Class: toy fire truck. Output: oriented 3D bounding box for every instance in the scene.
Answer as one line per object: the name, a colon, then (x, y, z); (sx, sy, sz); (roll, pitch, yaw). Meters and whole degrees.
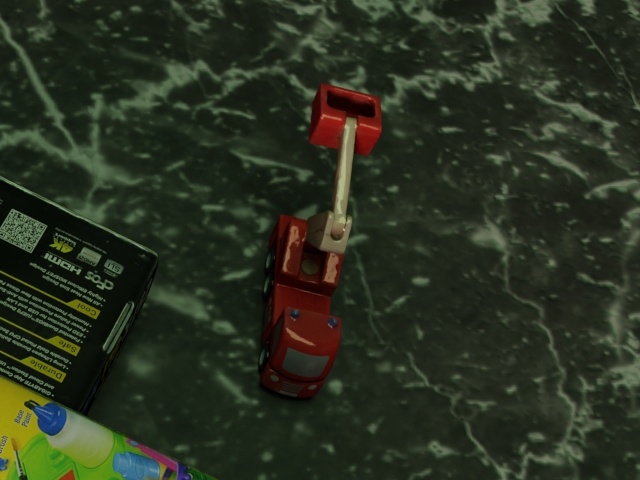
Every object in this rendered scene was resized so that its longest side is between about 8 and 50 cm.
toy fire truck: (0.000, 0.000, 1.307); (0.047, 0.135, 0.192); (13, 51, -12)

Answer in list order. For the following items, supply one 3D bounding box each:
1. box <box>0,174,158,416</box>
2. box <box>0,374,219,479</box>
box: (-0.298, 0.048, 1.192); (0.322, 0.079, 0.257); (26, 52, -2)
box: (-0.194, 0.238, 0.943); (0.279, 0.177, 0.290); (28, 53, -12)
